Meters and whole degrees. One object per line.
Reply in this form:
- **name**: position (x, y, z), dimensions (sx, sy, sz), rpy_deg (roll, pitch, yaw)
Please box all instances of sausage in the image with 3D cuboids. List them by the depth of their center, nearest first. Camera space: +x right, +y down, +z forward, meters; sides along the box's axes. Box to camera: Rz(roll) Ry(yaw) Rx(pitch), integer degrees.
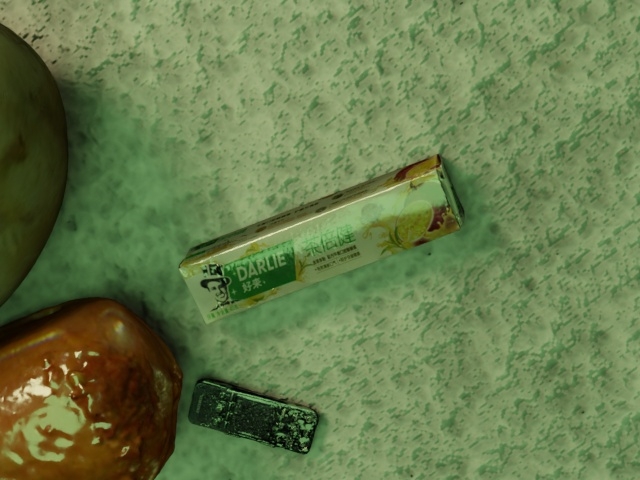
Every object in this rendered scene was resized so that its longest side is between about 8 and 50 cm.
- **sausage**: position (-0.224, 0.143, 1.237), dimensions (0.268, 0.153, 0.141), rpy_deg (-27, 100, 15)

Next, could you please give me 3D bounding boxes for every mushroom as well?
- **mushroom**: position (-0.327, -0.066, 1.167), dimensions (0.290, 0.292, 0.292), rpy_deg (47, 109, 25)

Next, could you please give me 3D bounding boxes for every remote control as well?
- **remote control**: position (-0.050, 0.130, 1.280), dimensions (0.096, 0.014, 0.039), rpy_deg (16, 107, 3)

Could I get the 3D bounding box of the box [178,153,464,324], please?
- **box**: position (0.000, 0.000, 1.222), dimensions (0.207, 0.041, 0.050), rpy_deg (-21, 104, 14)
